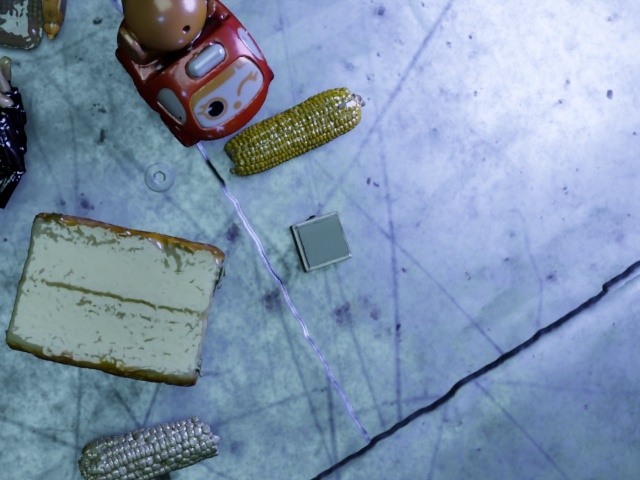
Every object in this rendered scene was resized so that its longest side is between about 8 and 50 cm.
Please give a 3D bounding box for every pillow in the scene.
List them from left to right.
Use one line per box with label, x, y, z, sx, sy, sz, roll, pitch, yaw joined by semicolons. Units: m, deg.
pillow;-0.531;-0.357;1.728;0.211;0.034;0.135;-1;89;-6

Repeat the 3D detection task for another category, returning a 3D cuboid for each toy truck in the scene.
toy truck;-0.192;-0.279;1.668;0.189;0.239;0.265;-40;94;-7

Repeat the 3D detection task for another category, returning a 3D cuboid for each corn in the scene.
corn;-0.261;0.320;1.716;0.211;0.087;0.087;-16;90;-14
corn;-0.040;-0.171;1.766;0.238;0.080;0.080;-24;91;-6

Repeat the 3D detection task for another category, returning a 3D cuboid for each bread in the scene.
bread;-0.288;0.084;1.621;0.279;0.279;0.207;11;87;-10

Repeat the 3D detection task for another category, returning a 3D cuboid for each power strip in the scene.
power strip;-0.404;-0.395;1.739;0.028;0.049;0.178;6;86;-2

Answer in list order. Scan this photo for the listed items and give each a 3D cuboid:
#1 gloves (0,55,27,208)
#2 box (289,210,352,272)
gloves;-0.490;-0.171;1.677;0.164;0.124;0.203;29;92;12
box;0.000;0.000;1.785;0.079;0.035;0.083;-19;91;-8
